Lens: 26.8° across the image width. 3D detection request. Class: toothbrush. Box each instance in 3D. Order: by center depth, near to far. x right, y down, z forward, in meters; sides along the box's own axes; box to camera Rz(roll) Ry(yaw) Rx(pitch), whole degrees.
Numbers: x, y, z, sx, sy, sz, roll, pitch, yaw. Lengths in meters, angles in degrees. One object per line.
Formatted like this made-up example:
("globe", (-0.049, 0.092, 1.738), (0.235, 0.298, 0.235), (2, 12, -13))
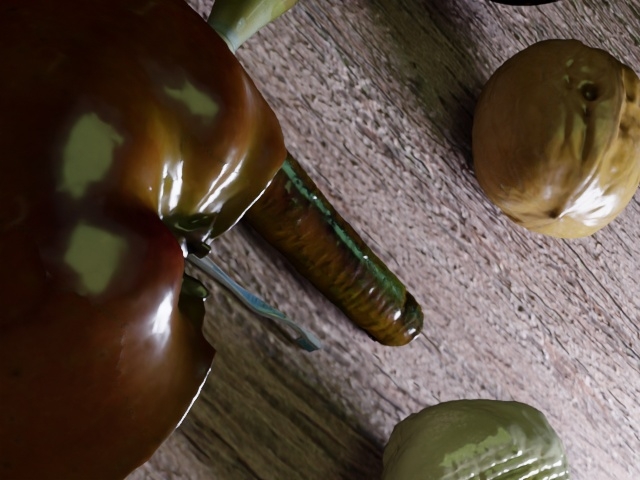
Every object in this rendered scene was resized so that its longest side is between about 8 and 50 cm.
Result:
("toothbrush", (-0.055, 0.050, 1.137), (0.162, 0.017, 0.014), (41, 39, -31))

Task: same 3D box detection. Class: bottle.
("bottle", (-0.053, -0.238, 1.229), (0.083, 0.083, 0.270), (49, 43, -23))

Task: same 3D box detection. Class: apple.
("apple", (-0.194, 0.002, 0.725), (0.295, 0.364, 0.329), (-15, 95, -51))

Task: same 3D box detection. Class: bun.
("bun", (0.133, 0.243, 1.179), (0.229, 0.145, 0.230), (-3, 97, -25))

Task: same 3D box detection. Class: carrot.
("carrot", (0.000, 0.000, 1.192), (0.260, 0.070, 0.070), (46, 42, -27))

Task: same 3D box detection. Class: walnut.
("walnut", (0.262, -0.109, 1.465), (0.195, 0.195, 0.222), (41, 46, -31))

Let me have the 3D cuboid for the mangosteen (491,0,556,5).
("mangosteen", (0.266, -0.418, 1.491), (0.306, 0.359, 0.306), (174, -90, -89))
